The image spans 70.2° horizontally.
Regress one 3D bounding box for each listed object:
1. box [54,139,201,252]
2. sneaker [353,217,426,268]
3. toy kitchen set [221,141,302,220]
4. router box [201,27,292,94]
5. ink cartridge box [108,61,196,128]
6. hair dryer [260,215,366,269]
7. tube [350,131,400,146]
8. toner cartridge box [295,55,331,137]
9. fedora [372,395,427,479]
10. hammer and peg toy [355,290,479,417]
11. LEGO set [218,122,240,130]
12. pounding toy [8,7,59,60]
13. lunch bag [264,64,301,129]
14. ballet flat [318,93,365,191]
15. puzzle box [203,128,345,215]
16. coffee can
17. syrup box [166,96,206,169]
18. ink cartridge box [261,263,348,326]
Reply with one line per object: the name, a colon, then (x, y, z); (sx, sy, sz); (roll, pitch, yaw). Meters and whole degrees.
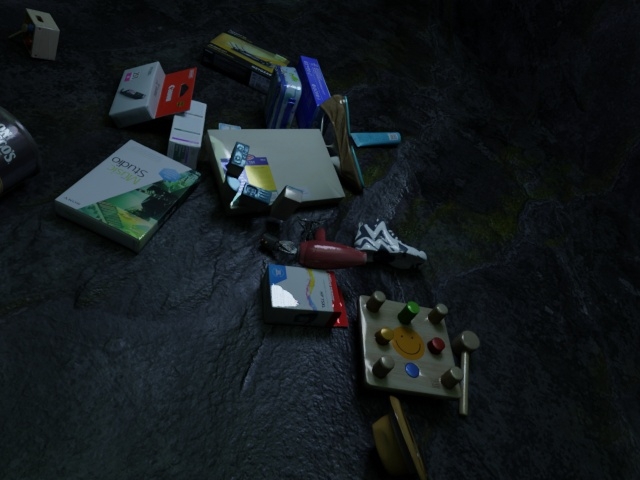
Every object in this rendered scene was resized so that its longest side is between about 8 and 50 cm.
box: (-0.503, -0.131, 1.229); (0.232, 0.059, 0.322); (25, 44, -1)
sneaker: (0.215, -0.003, 1.421); (0.234, 0.094, 0.153); (5, 55, -7)
toy kitchen set: (-0.160, -0.181, 1.300); (0.207, 0.122, 0.166); (19, 59, -20)
router box: (-0.298, -0.743, 1.886); (0.308, 0.081, 0.243); (24, 43, -3)
ink cartridge box: (-0.534, -0.488, 1.473); (0.238, 0.060, 0.275); (-13, 49, 6)
hair dryer: (0.000, 0.000, 1.273); (0.293, 0.080, 0.223); (28, 40, 27)
tube: (0.226, -0.412, 1.851); (0.206, 0.052, 0.080); (-6, 47, -23)
toner cartridge box: (-0.041, -0.549, 1.766); (0.075, 0.165, 0.348); (4, 48, -22)
fedora: (0.160, 0.431, 0.965); (0.079, 0.194, 0.195); (-21, 53, 4)
hammer and peg toy: (0.269, 0.280, 1.155); (0.360, 0.127, 0.266); (13, 45, -14)
LEGO set: (-0.222, -0.328, 1.551); (0.244, 0.060, 0.183); (7, 51, -21)
pounding toy: (-0.943, -0.678, 1.497); (0.100, 0.130, 0.141); (-9, 53, -47)
lunch bag: (-0.138, -0.497, 1.629); (0.090, 0.219, 0.176); (3, 49, -22)
ballet flat: (0.064, -0.330, 1.591); (0.123, 0.343, 0.116); (-12, 9, 5)
puzzle box: (-0.139, -0.228, 1.444); (0.408, 0.052, 0.272); (-9, 71, -32)
coffee can: (-0.809, -0.159, 1.007); (0.201, 0.202, 0.275); (28, 44, 1)
syrup box: (-0.422, -0.341, 1.438); (0.096, 0.093, 0.237); (10, 46, -17)
ink cartridge box: (-0.030, 0.145, 1.178); (0.230, 0.078, 0.134); (7, 47, -20)
